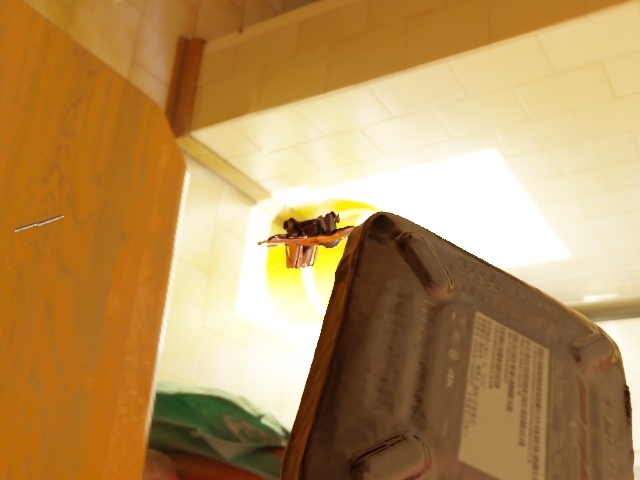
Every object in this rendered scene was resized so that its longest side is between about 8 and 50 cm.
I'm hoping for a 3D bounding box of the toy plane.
[{"bbox_3d":[-0.002,-0.011,0.941,0.135,0.188,0.062,-6,75,-26],"label":"toy plane"}]

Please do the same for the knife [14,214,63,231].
[{"bbox_3d":[-0.492,-0.030,1.306,0.014,0.091,0.005,-103,176,-66],"label":"knife"}]

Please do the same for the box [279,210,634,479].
[{"bbox_3d":[0.124,0.135,0.592,0.289,0.073,0.290,29,48,-12],"label":"box"}]
